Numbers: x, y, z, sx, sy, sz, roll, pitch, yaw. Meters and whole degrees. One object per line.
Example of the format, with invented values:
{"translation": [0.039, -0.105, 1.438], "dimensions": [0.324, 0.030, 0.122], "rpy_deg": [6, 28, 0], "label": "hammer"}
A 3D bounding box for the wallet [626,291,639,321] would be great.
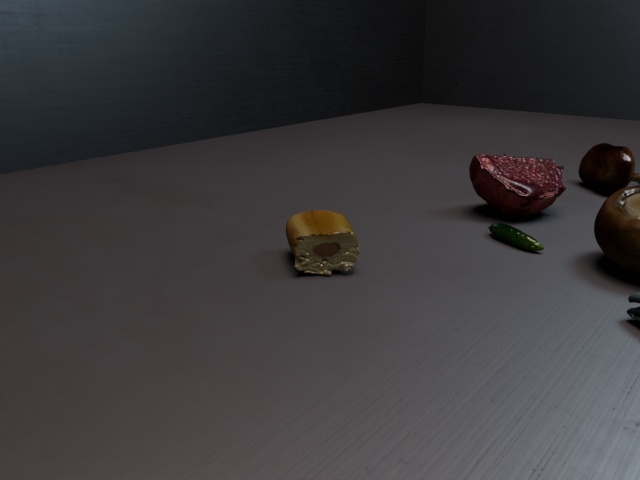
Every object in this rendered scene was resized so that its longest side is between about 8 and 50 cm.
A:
{"translation": [0.683, 0.095, 0.904], "dimensions": [0.342, 0.075, 0.237], "rpy_deg": [-3, 5, -12], "label": "wallet"}

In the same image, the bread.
{"translation": [0.001, 0.002, 1.212], "dimensions": [0.134, 0.085, 0.173], "rpy_deg": [-5, 21, -5], "label": "bread"}

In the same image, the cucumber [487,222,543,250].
{"translation": [0.422, -0.012, 1.333], "dimensions": [0.039, 0.039, 0.168], "rpy_deg": [-9, 23, -25], "label": "cucumber"}

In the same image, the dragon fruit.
{"translation": [0.504, -0.138, 1.553], "dimensions": [0.261, 0.163, 0.189], "rpy_deg": [-3, -10, -19], "label": "dragon fruit"}

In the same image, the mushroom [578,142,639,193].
{"translation": [0.906, -0.197, 1.781], "dimensions": [0.217, 0.148, 0.227], "rpy_deg": [14, 23, -10], "label": "mushroom"}

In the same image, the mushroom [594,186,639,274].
{"translation": [0.659, -0.016, 1.164], "dimensions": [0.253, 0.153, 0.253], "rpy_deg": [-4, 22, 2], "label": "mushroom"}
